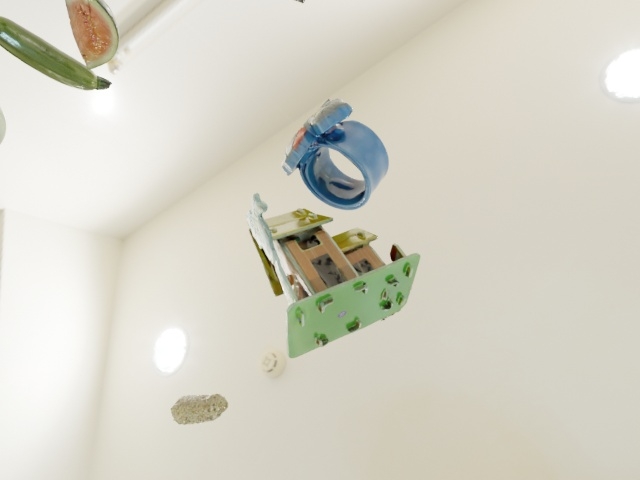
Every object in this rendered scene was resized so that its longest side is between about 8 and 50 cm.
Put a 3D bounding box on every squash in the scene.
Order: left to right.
[{"bbox_3d":[-0.588,-0.390,1.026,0.066,0.252,0.066,-25,-129,36],"label":"squash"}]

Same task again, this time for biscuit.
[{"bbox_3d":[-0.339,0.470,1.323,0.169,0.082,0.070,-15,-73,30],"label":"biscuit"}]

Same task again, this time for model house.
[{"bbox_3d":[0.000,0.000,1.006,0.300,0.340,0.323,-21,-128,-20],"label":"model house"}]

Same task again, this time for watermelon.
[{"bbox_3d":[-0.428,-0.415,0.924,0.069,0.163,0.087,26,-123,8],"label":"watermelon"}]

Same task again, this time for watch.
[{"bbox_3d":[0.068,-0.244,1.320,0.274,0.305,0.241,42,-121,-6],"label":"watch"}]

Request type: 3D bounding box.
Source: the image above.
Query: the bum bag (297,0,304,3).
[{"bbox_3d":[-0.036,-0.569,1.005,0.124,0.058,0.034,-52,-152,40],"label":"bum bag"}]

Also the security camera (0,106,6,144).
[{"bbox_3d":[-0.876,-0.311,1.148,0.195,0.194,0.236,-23,-89,19],"label":"security camera"}]
